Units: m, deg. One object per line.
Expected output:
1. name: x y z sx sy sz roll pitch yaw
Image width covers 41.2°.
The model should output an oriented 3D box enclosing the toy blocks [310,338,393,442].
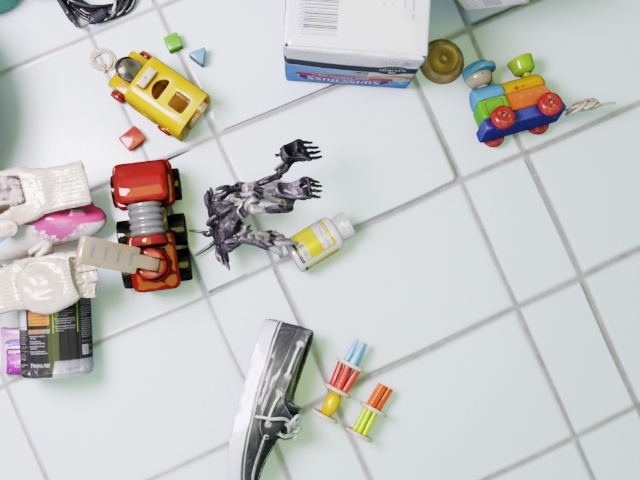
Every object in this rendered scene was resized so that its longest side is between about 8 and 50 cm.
1. toy blocks: 0.070 0.258 1.481 0.123 0.054 0.148 28 85 -2

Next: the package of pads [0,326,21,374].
1. package of pads: -0.514 0.186 1.444 0.050 0.032 0.083 -2 87 -2

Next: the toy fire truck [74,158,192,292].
1. toy fire truck: -0.299 -0.023 1.364 0.159 0.246 0.217 -7 88 -7

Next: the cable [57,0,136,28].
1. cable: -0.402 -0.468 1.478 0.151 0.047 0.184 -30 90 -6

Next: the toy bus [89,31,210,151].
1. toy bus: -0.286 -0.261 1.449 0.202 0.104 0.190 -11 88 -6

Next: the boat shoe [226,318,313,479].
1. boat shoe: -0.079 0.291 1.438 0.105 0.113 0.306 12 77 10

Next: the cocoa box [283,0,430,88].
1. cocoa box: 0.061 -0.451 1.425 0.232 0.228 0.347 4 87 -3

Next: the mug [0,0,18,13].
1. mug: -0.558 -0.438 1.437 0.129 0.097 0.158 -44 92 -6

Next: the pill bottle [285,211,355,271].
1. pill bottle: 0.000 0.000 1.481 0.116 0.065 0.065 -31 90 -6

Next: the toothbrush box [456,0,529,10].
1. toothbrush box: 0.260 -0.541 1.350 0.122 0.206 0.283 3 83 27

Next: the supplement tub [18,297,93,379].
1. supplement tub: -0.439 0.130 1.411 0.117 0.117 0.190 -2 87 -5

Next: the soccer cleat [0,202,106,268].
1. soccer cleat: -0.525 -0.006 1.426 0.331 0.116 0.143 2 107 -5

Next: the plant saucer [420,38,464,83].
1. plant saucer: 0.221 -0.325 1.542 0.083 0.015 0.083 0 87 -5

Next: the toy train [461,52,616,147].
1. toy train: 0.383 -0.271 1.519 0.248 0.105 0.143 -16 76 -6

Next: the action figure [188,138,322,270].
1. action figure: -0.100 -0.048 1.428 0.141 0.276 0.164 13 56 -40

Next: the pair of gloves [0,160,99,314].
1. pair of gloves: -0.458 -0.001 1.339 0.204 0.042 0.240 -6 87 -5
